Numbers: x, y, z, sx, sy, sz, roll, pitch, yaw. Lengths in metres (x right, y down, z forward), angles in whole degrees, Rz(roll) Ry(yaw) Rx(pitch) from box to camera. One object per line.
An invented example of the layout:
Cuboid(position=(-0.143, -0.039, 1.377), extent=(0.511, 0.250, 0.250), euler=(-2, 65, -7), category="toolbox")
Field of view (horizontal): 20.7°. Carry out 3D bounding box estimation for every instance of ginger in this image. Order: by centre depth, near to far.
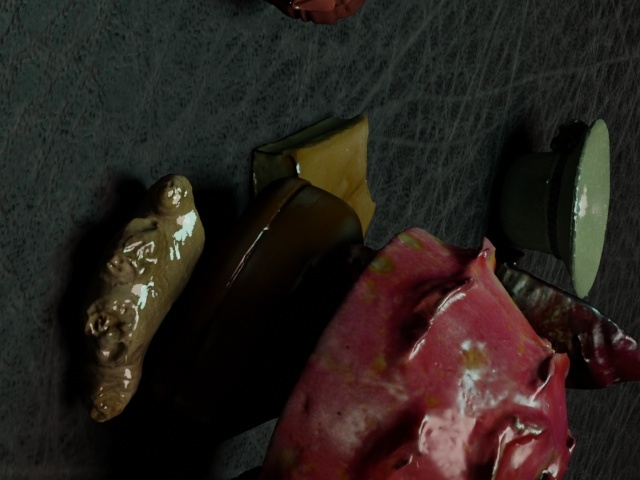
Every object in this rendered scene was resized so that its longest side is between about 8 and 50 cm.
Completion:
Cuboid(position=(-0.163, 0.045, 1.519), extent=(0.213, 0.074, 0.137), euler=(-61, 154, -22), category="ginger")

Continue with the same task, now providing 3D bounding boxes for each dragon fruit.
Cuboid(position=(0.101, 0.186, 1.608), extent=(0.386, 0.249, 0.371), euler=(-48, 158, -44), category="dragon fruit")

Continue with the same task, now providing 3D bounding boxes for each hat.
Cuboid(position=(0.318, -0.051, 2.439), extent=(0.257, 0.130, 0.257), euler=(6, 90, -72), category="hat")

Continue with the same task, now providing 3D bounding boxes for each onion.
Cuboid(position=(0.316, 0.138, 2.385), extent=(0.146, 0.280, 0.314), euler=(-54, 154, -5), category="onion")

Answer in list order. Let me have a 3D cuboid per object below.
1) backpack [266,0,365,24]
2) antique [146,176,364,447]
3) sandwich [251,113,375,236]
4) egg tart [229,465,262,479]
Cuboid(position=(0.008, -0.308, 1.640), extent=(0.229, 0.139, 0.229), euler=(17, 90, -71), category="backpack")
Cuboid(position=(-0.053, 0.068, 1.648), extent=(0.278, 0.129, 0.223), euler=(-57, 173, -26), category="antique")
Cuboid(position=(0.000, 0.000, 1.859), extent=(0.212, 0.063, 0.245), euler=(-30, 128, -59), category="sandwich")
Cuboid(position=(-0.120, 0.370, 1.690), extent=(0.341, 0.129, 0.341), euler=(11, 90, -67), category="egg tart")
